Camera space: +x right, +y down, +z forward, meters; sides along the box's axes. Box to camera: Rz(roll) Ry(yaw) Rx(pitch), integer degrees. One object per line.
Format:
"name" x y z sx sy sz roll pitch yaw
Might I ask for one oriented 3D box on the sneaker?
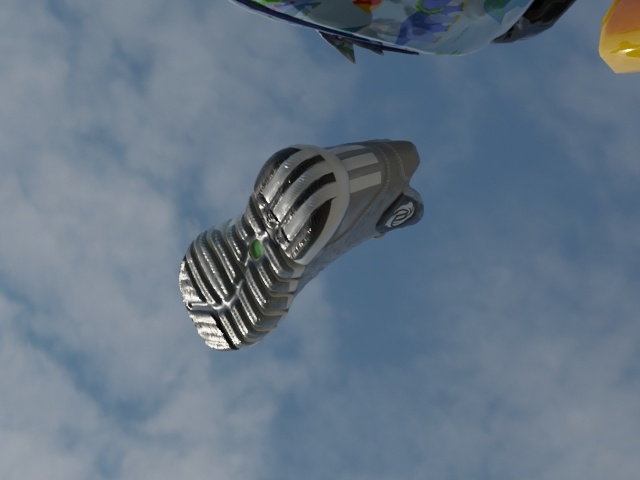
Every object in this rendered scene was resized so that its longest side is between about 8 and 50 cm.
"sneaker" 0.000 0.000 1.026 0.132 0.228 0.086 -18 -104 -33

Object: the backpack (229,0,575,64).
"backpack" 0.039 -0.254 0.940 0.355 0.273 0.290 18 -50 -24

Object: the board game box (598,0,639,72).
"board game box" 0.271 0.002 0.446 0.390 0.050 0.390 -26 -78 -24
